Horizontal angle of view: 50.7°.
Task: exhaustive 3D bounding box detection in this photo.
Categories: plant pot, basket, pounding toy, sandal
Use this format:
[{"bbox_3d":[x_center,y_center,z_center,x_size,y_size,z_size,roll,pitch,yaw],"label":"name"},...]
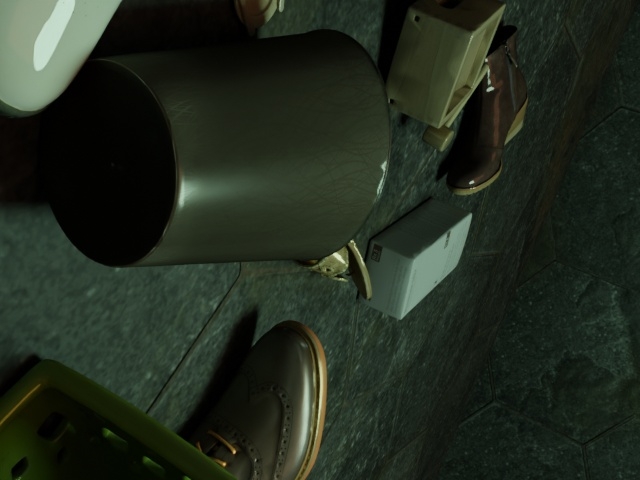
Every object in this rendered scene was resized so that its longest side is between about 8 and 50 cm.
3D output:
[{"bbox_3d":[-0.173,0.265,0.506,0.227,0.228,0.207,-52,158,-29],"label":"plant pot"},{"bbox_3d":[-0.070,-0.061,0.501,0.227,0.154,0.204,-16,125,-54],"label":"basket"},{"bbox_3d":[0.151,-0.217,0.874,0.181,0.094,0.206,-47,159,-45],"label":"pounding toy"},{"bbox_3d":[-0.003,-0.004,0.800,0.079,0.088,0.240,-25,136,-9],"label":"sandal"}]

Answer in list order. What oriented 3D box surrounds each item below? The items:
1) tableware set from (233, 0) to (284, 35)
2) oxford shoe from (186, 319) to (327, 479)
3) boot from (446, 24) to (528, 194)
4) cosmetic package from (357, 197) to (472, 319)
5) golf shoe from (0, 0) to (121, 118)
[{"bbox_3d":[-0.022,-0.260,0.562,0.169,0.020,0.141,-46,149,-37],"label":"tableware set"},{"bbox_3d":[-0.104,0.258,0.750,0.133,0.130,0.364,20,93,-58],"label":"oxford shoe"},{"bbox_3d":[0.275,-0.221,1.154,0.248,0.090,0.207,-50,139,-28],"label":"boot"},{"bbox_3d":[0.159,0.024,1.109,0.231,0.085,0.117,-35,141,-50],"label":"cosmetic package"},{"bbox_3d":[-0.108,-0.184,0.343,0.273,0.120,0.105,-67,157,6],"label":"golf shoe"}]
